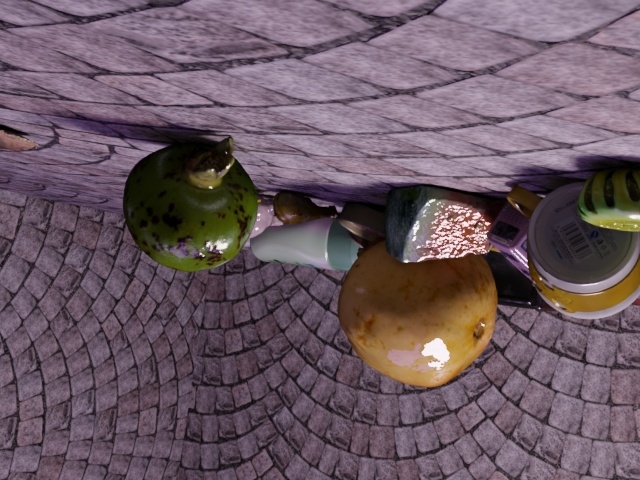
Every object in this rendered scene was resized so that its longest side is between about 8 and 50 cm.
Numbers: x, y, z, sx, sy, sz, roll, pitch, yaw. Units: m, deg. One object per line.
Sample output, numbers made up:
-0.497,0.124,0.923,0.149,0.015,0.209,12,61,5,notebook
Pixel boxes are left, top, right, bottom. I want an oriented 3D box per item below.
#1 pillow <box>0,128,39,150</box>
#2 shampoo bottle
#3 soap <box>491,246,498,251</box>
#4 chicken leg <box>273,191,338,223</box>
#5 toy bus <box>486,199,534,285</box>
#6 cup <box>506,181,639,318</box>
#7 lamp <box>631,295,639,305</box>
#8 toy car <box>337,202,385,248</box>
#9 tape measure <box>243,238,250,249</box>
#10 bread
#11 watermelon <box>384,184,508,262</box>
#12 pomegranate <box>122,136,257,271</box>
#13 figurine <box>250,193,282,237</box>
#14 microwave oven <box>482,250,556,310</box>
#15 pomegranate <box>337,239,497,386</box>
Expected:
-0.584,-0.187,1.411,0.135,0.034,0.211,11,176,10,pillow
0.000,0.000,2.182,0.349,0.151,0.222,6,174,25,shampoo bottle
0.424,-0.004,1.715,0.140,0.073,0.232,8,177,37,soap
-0.035,-0.071,1.833,0.178,0.070,0.093,4,-162,-37,chicken leg
0.383,0.019,1.419,0.199,0.108,0.096,38,176,-31,toy bus
0.370,-0.004,1.223,0.241,0.185,0.226,40,-176,22,cup
0.575,0.040,1.444,0.223,0.151,0.215,7,-179,-15,lamp
0.137,-0.019,1.883,0.235,0.145,0.235,26,170,5,toy car
-0.217,-0.028,2.481,0.236,0.120,0.197,4,-177,-7,tape measure
0.382,-0.051,1.016,0.129,0.071,0.139,5,175,7,bread
0.257,-0.031,1.495,0.256,0.140,0.193,1,-174,-10,watermelon
-0.193,-0.069,1.270,0.210,0.211,0.263,9,142,-15,pomegranate
-0.153,-0.063,1.897,0.137,0.112,0.229,1,-176,27,figurine
0.480,0.076,2.042,0.247,0.178,0.188,5,176,43,microwave oven
0.191,0.121,1.681,0.342,0.343,0.342,8,177,0,pomegranate
